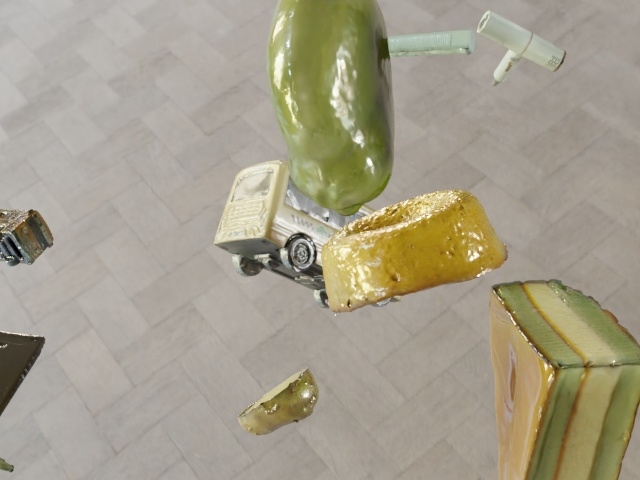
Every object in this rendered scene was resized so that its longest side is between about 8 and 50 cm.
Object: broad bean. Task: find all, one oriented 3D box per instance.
[{"bbox_3d":[0.019,-0.175,0.937,0.119,0.238,0.291,-3,86,25],"label":"broad bean"}]

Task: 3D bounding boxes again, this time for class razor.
[{"bbox_3d":[0.090,-0.281,1.212,0.277,0.111,0.056,-6,82,25],"label":"razor"}]

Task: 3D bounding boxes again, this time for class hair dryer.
[{"bbox_3d":[0.317,-0.320,1.444,0.154,0.183,0.044,26,71,-12],"label":"hair dryer"}]

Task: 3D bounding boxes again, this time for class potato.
[{"bbox_3d":[-0.075,0.332,1.634,0.164,0.200,0.081,-34,89,-45],"label":"potato"}]

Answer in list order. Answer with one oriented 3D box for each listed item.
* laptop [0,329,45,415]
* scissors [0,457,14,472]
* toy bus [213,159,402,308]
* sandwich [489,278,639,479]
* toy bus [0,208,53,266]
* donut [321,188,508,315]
[{"bbox_3d":[-0.418,0.141,0.891,0.197,0.016,0.135,5,40,9],"label":"laptop"},{"bbox_3d":[-0.419,0.175,0.795,0.247,0.017,0.144,43,44,-8],"label":"scissors"},{"bbox_3d":[0.000,0.000,1.522,0.176,0.365,0.202,-7,65,47],"label":"toy bus"},{"bbox_3d":[0.166,0.126,0.604,0.079,0.163,0.113,-1,26,-9],"label":"sandwich"},{"bbox_3d":[-0.631,-0.011,1.654,0.182,0.091,0.103,3,39,34],"label":"toy bus"},{"bbox_3d":[0.125,0.010,1.188,0.277,0.109,0.277,-20,10,4],"label":"donut"}]
